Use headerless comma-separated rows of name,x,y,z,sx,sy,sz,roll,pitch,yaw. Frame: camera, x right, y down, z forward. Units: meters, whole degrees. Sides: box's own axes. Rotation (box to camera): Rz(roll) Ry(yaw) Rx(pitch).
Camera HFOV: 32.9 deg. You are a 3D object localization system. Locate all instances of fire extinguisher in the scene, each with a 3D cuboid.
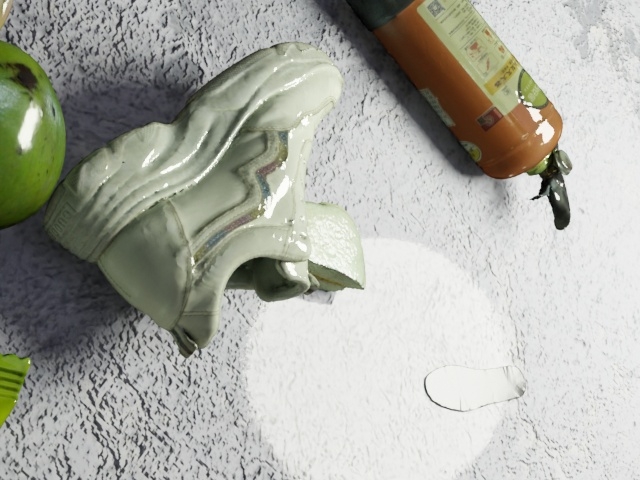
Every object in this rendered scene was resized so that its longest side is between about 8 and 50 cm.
fire extinguisher,0.199,-0.199,1.294,0.376,0.113,0.200,50,50,-10

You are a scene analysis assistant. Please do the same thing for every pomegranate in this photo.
pomegranate,-0.285,-0.114,0.842,0.187,0.187,0.225,15,78,-32

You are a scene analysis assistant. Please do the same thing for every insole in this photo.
insole,0.174,0.161,1.204,0.152,0.002,0.053,-2,74,-37

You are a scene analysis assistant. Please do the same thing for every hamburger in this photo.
hamburger,-0.002,0.001,1.106,0.121,0.054,0.084,22,56,-32

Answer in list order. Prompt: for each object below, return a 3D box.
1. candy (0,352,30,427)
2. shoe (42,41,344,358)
candy,-0.310,0.183,0.788,0.149,0.069,0.246,24,60,-30
shoe,-0.069,-0.037,1.006,0.210,0.132,0.342,50,55,1
